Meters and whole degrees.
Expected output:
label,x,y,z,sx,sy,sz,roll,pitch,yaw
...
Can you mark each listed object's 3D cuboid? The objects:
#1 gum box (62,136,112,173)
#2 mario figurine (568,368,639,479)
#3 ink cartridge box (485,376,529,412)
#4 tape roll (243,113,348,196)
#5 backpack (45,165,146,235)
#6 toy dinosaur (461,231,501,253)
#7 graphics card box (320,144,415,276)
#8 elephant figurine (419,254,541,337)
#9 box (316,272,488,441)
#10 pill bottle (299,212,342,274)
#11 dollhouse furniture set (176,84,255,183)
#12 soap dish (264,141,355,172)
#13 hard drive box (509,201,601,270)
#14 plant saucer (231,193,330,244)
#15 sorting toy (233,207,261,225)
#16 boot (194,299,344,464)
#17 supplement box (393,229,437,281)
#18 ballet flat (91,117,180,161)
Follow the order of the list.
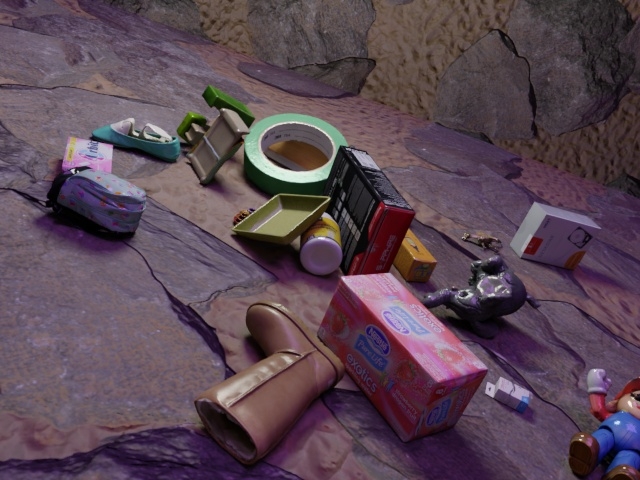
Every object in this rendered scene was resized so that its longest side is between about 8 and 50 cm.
label,x,y,z,sx,sy,sz,roll,pitch,yaw
gum box,-0.569,-0.180,1.429,0.107,0.062,0.188,9,28,-23
mario figurine,0.617,0.356,1.160,0.320,0.170,0.198,-21,82,-44
ink cartridge box,0.392,0.319,1.231,0.083,0.028,0.048,26,26,11
tape roll,-0.075,-0.263,1.805,0.321,0.077,0.321,4,50,-5
backpack,-0.471,-0.087,1.267,0.182,0.115,0.152,28,24,7
toy dinosaur,0.562,-0.003,1.953,0.183,0.053,0.092,7,28,-26
graphics card box,0.101,-0.068,1.525,0.094,0.233,0.371,8,28,-23
elephant figurine,0.395,0.155,1.449,0.239,0.186,0.169,-33,101,-47
box,0.146,0.208,1.119,0.142,0.154,0.300,-1,35,-38
pill bottle,0.000,0.000,1.465,0.103,0.103,0.184,16,26,-10
dollhouse furniture set,-0.285,-0.293,1.747,0.151,0.197,0.301,25,22,-43
soap dish,-0.027,-0.307,2.020,0.291,0.118,0.229,30,27,16
hard drive box,0.799,-0.012,2.004,0.232,0.181,0.089,12,29,-17
plant saucer,-0.091,-0.048,1.447,0.188,0.045,0.188,8,37,41
sorting toy,-0.183,-0.066,1.523,0.061,0.042,0.102,25,26,7
boot,-0.108,0.217,0.988,0.236,0.089,0.269,32,29,22
supplement box,0.228,0.020,1.631,0.078,0.080,0.233,6,28,-27
ballet flat,-0.519,-0.301,1.672,0.247,0.087,0.083,15,27,-12
